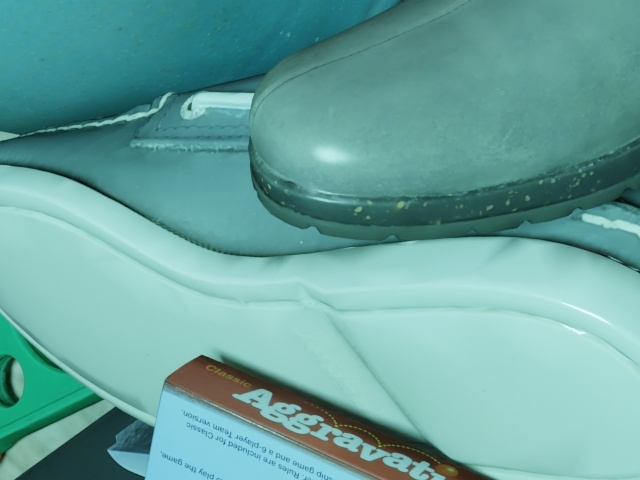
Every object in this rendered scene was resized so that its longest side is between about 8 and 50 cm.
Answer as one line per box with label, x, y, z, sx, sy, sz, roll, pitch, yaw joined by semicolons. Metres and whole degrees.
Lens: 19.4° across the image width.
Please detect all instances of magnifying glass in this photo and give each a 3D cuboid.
magnifying glass;-0.134;0.066;0.800;0.092;0.026;0.231;48;114;25

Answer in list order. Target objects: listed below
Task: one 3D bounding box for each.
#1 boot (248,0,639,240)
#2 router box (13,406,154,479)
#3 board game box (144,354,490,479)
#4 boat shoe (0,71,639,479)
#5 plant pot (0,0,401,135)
boot;0.082;-0.108;0.441;0.083;0.246;0.161;-125;17;-53
router box;0.054;0.120;0.617;0.309;0.081;0.243;-35;68;31
board game box;0.068;0.149;0.513;0.281;0.027;0.145;22;114;21
boat shoe;0.000;0.000;0.573;0.319;0.116;0.099;7;49;44
plant pot;-0.133;-0.168;0.661;0.272;0.255;0.271;-2;87;37
